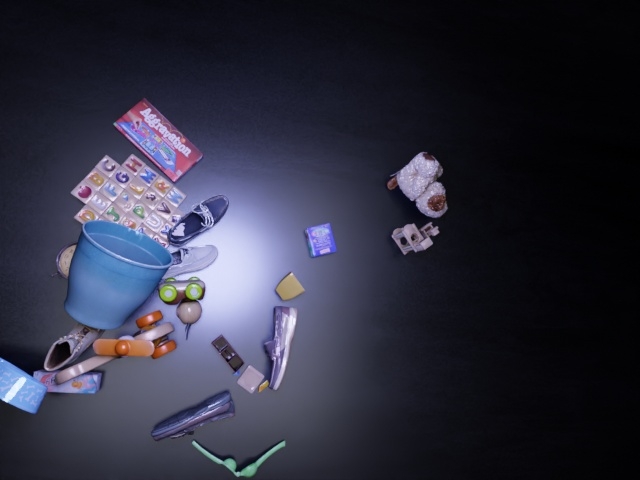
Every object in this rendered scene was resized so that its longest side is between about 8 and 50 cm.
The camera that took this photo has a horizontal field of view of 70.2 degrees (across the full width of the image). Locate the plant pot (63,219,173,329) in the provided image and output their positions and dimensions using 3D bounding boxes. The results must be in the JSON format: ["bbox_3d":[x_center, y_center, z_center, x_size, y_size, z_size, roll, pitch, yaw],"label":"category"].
[{"bbox_3d":[-0.623,0.115,1.365,0.271,0.272,0.255,28,98,-9],"label":"plant pot"}]

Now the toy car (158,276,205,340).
[{"bbox_3d":[-0.448,0.224,1.490,0.148,0.155,0.189,-3,95,-14],"label":"toy car"}]

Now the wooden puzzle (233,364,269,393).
[{"bbox_3d":[-0.239,0.478,1.569,0.116,0.014,0.078,46,70,-4],"label":"wooden puzzle"}]

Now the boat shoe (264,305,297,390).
[{"bbox_3d":[-0.149,0.364,1.565,0.092,0.103,0.286,14,76,-7],"label":"boat shoe"}]

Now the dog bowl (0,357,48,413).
[{"bbox_3d":[-0.899,0.395,1.300,0.297,0.166,0.074,12,58,30],"label":"dog bowl"}]

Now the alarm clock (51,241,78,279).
[{"bbox_3d":[-0.763,0.054,1.469,0.129,0.064,0.192,28,77,-11],"label":"alarm clock"}]

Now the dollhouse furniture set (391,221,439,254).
[{"bbox_3d":[0.380,-0.041,1.706,0.160,0.182,0.101,-35,92,-15],"label":"dollhouse furniture set"}]

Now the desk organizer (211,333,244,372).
[{"bbox_3d":[-0.312,0.383,1.543,0.047,0.050,0.130,-39,93,-16],"label":"desk organizer"}]

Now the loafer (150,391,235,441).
[{"bbox_3d":[-0.404,0.590,1.473,0.267,0.096,0.084,-22,94,-18],"label":"loafer"}]

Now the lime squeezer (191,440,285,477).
[{"bbox_3d":[-0.271,0.723,1.505,0.310,0.059,0.110,6,81,-12],"label":"lime squeezer"}]

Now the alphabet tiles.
[{"bbox_3d":[-0.629,-0.115,1.528,0.342,0.011,0.285,39,70,-12],"label":"alphabet tiles"}]

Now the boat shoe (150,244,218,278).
[{"bbox_3d":[-0.455,0.061,1.526,0.227,0.081,0.079,-20,62,-15],"label":"boat shoe"}]

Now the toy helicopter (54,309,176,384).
[{"bbox_3d":[-0.614,0.340,1.373,0.354,0.235,0.140,-24,89,-18],"label":"toy helicopter"}]

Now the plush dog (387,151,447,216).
[{"bbox_3d":[0.395,-0.186,1.732,0.210,0.262,0.226,-36,81,17],"label":"plush dog"}]

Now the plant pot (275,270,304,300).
[{"bbox_3d":[-0.113,0.167,1.611,0.083,0.081,0.082,-35,92,-6],"label":"plant pot"}]

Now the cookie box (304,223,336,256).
[{"bbox_3d":[0.000,0.000,1.679,0.091,0.040,0.107,-12,85,-16],"label":"cookie box"}]

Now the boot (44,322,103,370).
[{"bbox_3d":[-0.737,0.295,1.389,0.077,0.165,0.213,38,77,-7],"label":"boot"}]

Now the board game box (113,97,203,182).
[{"bbox_3d":[-0.563,-0.349,1.595,0.281,0.027,0.145,44,74,-5],"label":"board game box"}]

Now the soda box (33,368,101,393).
[{"bbox_3d":[-0.784,0.437,1.412,0.183,0.063,0.058,7,81,-13],"label":"soda box"}]

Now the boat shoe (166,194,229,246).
[{"bbox_3d":[-0.415,-0.076,1.559,0.254,0.079,0.095,-36,95,-22],"label":"boat shoe"}]
